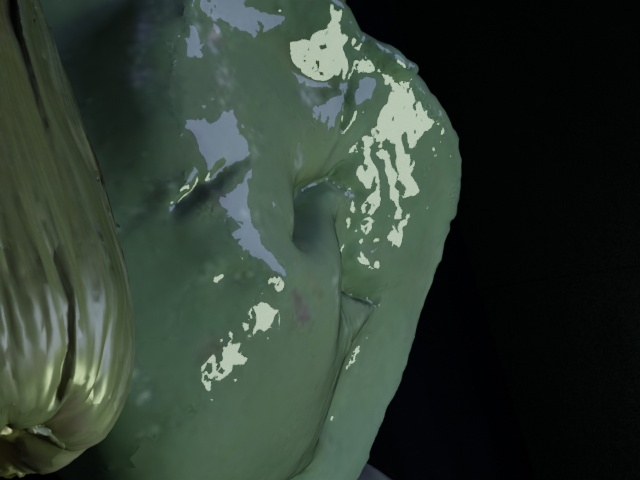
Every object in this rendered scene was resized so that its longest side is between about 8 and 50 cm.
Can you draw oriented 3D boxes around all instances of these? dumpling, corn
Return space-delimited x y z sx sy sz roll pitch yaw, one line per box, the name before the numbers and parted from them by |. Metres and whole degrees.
dumpling | -0.074 0.003 0.719 0.270 0.212 0.320 -59 159 -28
corn | -0.156 -0.055 0.545 0.122 0.123 0.305 103 -31 -69

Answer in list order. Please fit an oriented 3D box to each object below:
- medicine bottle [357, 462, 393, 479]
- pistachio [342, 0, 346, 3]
medicine bottle | 0.009 0.211 0.911 0.215 0.135 0.135 42 32 -51
pistachio | -0.088 -0.163 0.894 0.226 0.208 0.331 3 82 -32
